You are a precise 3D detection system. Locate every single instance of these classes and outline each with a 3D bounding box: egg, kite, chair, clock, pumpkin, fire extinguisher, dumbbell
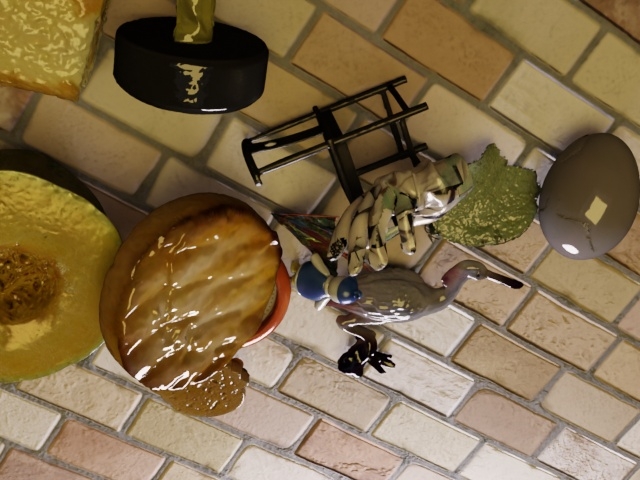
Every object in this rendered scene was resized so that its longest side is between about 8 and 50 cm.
[{"bbox_3d":[0.410,-0.067,1.448,0.147,0.146,0.198,7,102,-11],"label":"egg"},{"bbox_3d":[0.000,0.000,1.436,0.189,0.232,0.009,30,70,17],"label":"kite"},{"bbox_3d":[0.032,-0.119,1.366,0.260,0.154,0.141,-21,117,1],"label":"chair"},{"bbox_3d":[-0.149,0.081,1.499,0.205,0.051,0.205,-3,116,-6],"label":"clock"},{"bbox_3d":[-0.447,0.014,1.357,0.333,0.199,0.332,-8,122,-12],"label":"pumpkin"},{"bbox_3d":[0.192,-0.034,1.502,0.038,0.025,0.083,31,110,-19],"label":"fire extinguisher"},{"bbox_3d":[-0.152,-0.341,1.197,0.204,0.203,0.322,5,117,-10],"label":"dumbbell"}]

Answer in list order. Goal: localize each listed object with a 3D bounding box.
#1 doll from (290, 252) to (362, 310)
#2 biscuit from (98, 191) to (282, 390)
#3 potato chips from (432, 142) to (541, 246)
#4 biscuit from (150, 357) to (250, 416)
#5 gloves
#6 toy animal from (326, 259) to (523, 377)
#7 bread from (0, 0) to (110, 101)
[{"bbox_3d":[0.008,0.068,1.473,0.058,0.143,0.098,-27,120,-41],"label":"doll"},{"bbox_3d":[-0.187,0.068,1.346,0.296,0.102,0.296,-30,133,-37],"label":"biscuit"},{"bbox_3d":[0.231,-0.069,1.446,0.228,0.059,0.167,25,106,-31],"label":"potato chips"},{"bbox_3d":[-0.194,0.222,1.552,0.170,0.050,0.170,2,136,2],"label":"biscuit"},{"bbox_3d":[0.098,-0.040,1.276,0.212,0.127,0.111,-23,109,-10],"label":"gloves"},{"bbox_3d":[0.135,0.094,1.524,0.324,0.090,0.195,-37,122,23],"label":"toy animal"},{"bbox_3d":[-0.452,-0.333,1.180,0.376,0.165,0.236,12,112,-12],"label":"bread"}]
